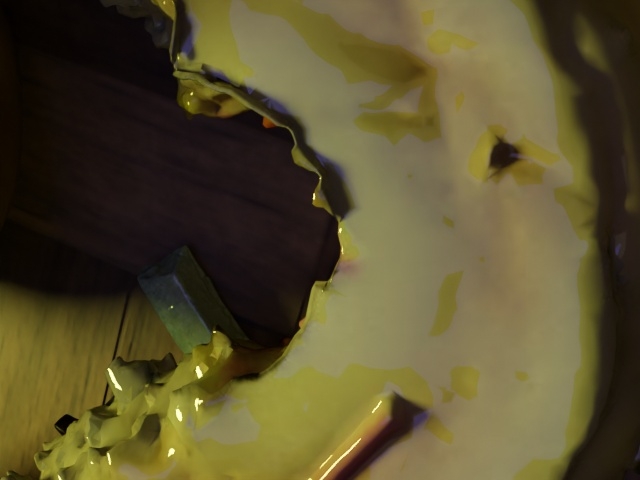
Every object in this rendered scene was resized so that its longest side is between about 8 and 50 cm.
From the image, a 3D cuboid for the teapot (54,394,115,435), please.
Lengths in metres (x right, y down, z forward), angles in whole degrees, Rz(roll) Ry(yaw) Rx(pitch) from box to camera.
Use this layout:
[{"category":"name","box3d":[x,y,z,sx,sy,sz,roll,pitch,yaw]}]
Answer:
[{"category":"teapot","box3d":[-0.092,0.158,0.570,0.177,0.087,0.096,40,147,12]}]

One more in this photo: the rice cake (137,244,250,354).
[{"category":"rice cake","box3d":[-0.048,0.079,0.563,0.033,0.029,0.170,-39,83,31]}]

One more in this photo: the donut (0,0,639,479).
[{"category":"donut","box3d":[0.007,-0.007,0.443,0.307,0.150,0.371,4,99,15]}]

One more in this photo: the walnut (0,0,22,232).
[{"category":"walnut","box3d":[-0.356,-0.099,0.507,0.384,0.383,0.383,5,102,22]}]

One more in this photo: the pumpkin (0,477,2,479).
[{"category":"pumpkin","box3d":[-0.260,0.276,0.586,0.315,0.238,0.315,1,101,4]}]
